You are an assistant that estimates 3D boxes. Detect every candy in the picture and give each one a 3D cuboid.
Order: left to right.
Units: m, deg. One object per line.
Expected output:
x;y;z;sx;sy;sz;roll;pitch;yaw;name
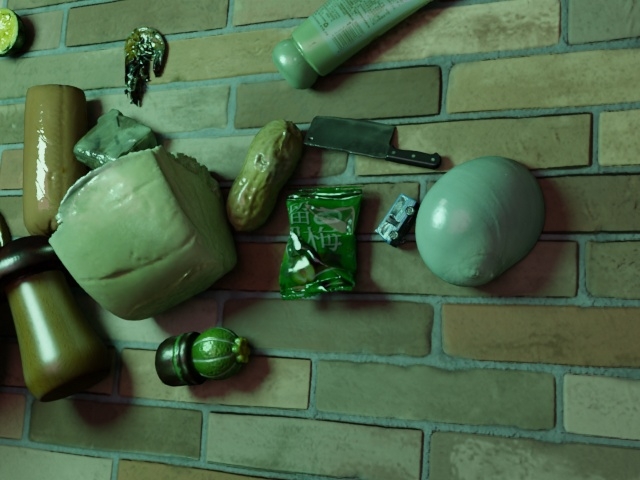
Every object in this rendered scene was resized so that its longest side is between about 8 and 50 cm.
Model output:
-0.001;0.001;1.394;0.141;0.078;0.203;2;69;13;candy

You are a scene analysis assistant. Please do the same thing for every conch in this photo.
0.248;-0.033;1.281;0.185;0.121;0.221;26;87;-4;conch

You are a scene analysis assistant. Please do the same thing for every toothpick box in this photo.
-0.503;0.135;1.529;0.192;0.192;0.294;-30;75;16;toothpick box

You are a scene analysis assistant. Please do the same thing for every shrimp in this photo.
-0.347;-0.343;1.627;0.091;0.034;0.161;-3;79;22;shrimp

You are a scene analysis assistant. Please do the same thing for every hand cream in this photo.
0.053;-0.381;1.429;0.306;0.093;0.147;-37;63;12;hand cream

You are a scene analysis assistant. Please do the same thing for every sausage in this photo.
-0.513;-0.152;1.617;0.121;0.121;0.304;-7;79;22;sausage

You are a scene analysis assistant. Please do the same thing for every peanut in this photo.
-0.101;-0.113;1.447;0.099;0.099;0.214;35;100;25;peanut

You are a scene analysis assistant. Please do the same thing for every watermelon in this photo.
-0.662;-0.435;1.764;0.105;0.062;0.105;-3;85;29;watermelon

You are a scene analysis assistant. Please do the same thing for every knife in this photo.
0.092;-0.170;1.405;0.245;0.019;0.072;14;67;20;knife

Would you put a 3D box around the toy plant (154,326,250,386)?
-0.199;0.200;1.436;0.162;0.093;0.093;-13;76;18;toy plant

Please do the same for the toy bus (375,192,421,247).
0.129;-0.032;1.361;0.046;0.038;0.083;35;94;29;toy bus

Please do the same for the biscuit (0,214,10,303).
-0.748;0.039;1.727;0.257;0.049;0.273;-34;68;15;biscuit

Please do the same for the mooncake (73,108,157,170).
-0.388;-0.176;1.581;0.125;0.073;0.130;30;64;28;mooncake

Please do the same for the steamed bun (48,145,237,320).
-0.315;-0.015;1.429;0.290;0.272;0.273;-38;69;17;steamed bun
